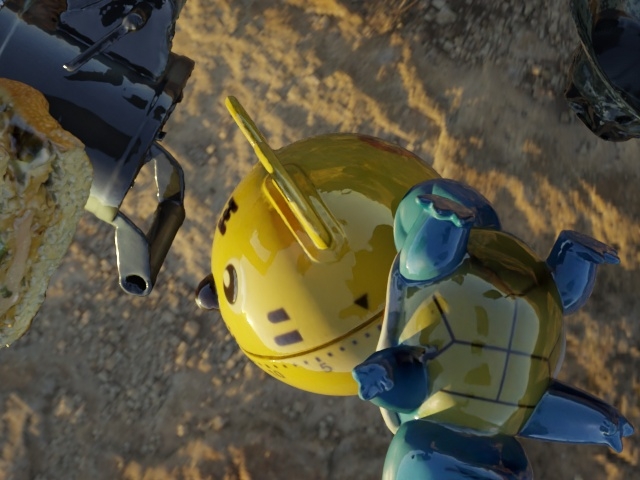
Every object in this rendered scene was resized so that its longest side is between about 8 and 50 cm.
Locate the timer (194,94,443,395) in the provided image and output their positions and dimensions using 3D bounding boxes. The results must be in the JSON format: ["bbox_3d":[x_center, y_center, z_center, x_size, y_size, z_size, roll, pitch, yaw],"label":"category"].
[{"bbox_3d":[0.000,0.000,1.581,0.376,0.376,0.387,-27,117,20],"label":"timer"}]

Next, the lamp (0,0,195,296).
[{"bbox_3d":[-0.283,-0.151,1.368,0.272,0.205,0.374,13,128,4],"label":"lamp"}]

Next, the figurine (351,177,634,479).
[{"bbox_3d":[0.144,0.090,1.236,0.298,0.416,0.243,16,148,-28],"label":"figurine"}]

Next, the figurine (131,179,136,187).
[{"bbox_3d":[-0.281,-0.189,1.729,0.137,0.112,0.228,8,105,30],"label":"figurine"}]

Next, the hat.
[{"bbox_3d":[0.353,-0.185,1.417,0.265,0.265,0.128,41,141,-4],"label":"hat"}]

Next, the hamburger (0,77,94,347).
[{"bbox_3d":[-0.293,-0.014,0.957,0.156,0.144,0.283,46,131,15],"label":"hamburger"}]
